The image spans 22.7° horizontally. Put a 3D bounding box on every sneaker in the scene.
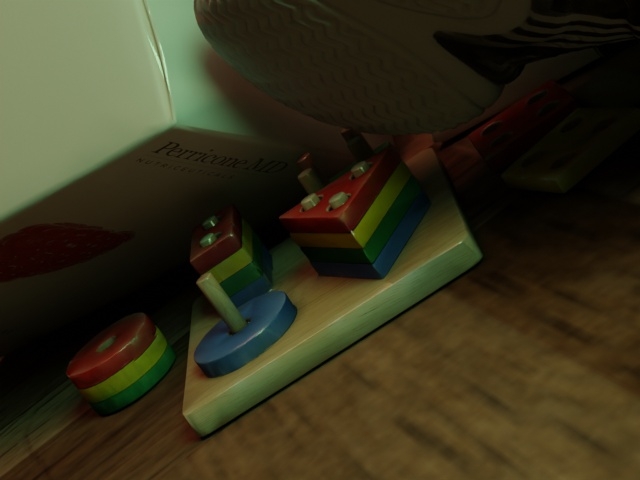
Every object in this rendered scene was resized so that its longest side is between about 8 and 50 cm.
[{"bbox_3d":[0.118,-0.159,0.566,0.366,0.137,0.210,-3,57,46],"label":"sneaker"}]

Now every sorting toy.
[{"bbox_3d":[0.000,0.000,0.664,0.274,0.046,0.132,-33,17,8],"label":"sorting toy"}]

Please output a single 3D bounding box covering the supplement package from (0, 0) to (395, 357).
[{"bbox_3d":[-0.143,-0.067,0.796,0.293,0.175,0.177,-25,-18,31],"label":"supplement package"}]

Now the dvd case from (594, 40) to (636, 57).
[{"bbox_3d":[0.177,-0.200,0.692,0.179,0.029,0.238,-28,38,23],"label":"dvd case"}]

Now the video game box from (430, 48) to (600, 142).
[{"bbox_3d":[0.142,-0.145,0.785,0.205,0.048,0.187,-28,21,22],"label":"video game box"}]
